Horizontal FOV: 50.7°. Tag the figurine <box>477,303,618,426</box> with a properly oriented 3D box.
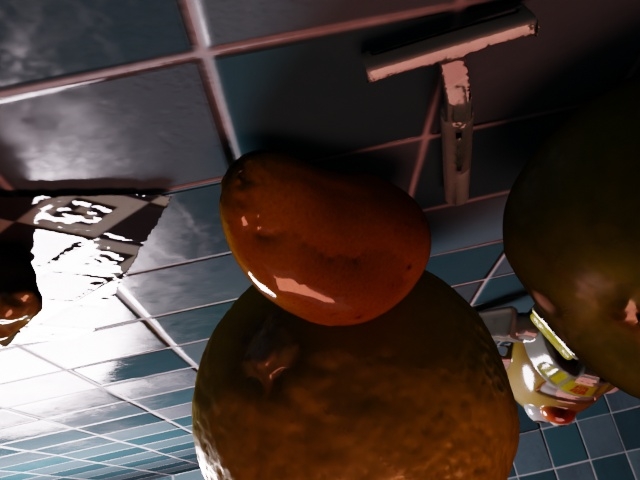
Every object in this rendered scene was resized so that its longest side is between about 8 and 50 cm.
[{"bbox_3d":[0.343,0.154,0.919,0.167,0.343,0.285,-53,173,-26],"label":"figurine"}]

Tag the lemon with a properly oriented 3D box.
[{"bbox_3d":[0.030,0.143,0.577,0.293,0.293,0.293,-11,159,-4],"label":"lemon"}]

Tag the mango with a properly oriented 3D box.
[{"bbox_3d":[-0.001,0.000,0.438,0.159,0.105,0.084,16,173,-30],"label":"mango"}]

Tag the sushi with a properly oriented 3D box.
[{"bbox_3d":[-0.275,0.061,0.468,0.292,0.059,0.294,-2,156,-27],"label":"sushi"}]

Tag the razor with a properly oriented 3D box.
[{"bbox_3d":[0.083,-0.060,0.414,0.084,0.035,0.211,-14,158,8],"label":"razor"}]

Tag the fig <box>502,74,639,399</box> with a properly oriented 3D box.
[{"bbox_3d":[0.276,-0.036,0.414,0.314,0.233,0.233,-42,158,-4],"label":"fig"}]
